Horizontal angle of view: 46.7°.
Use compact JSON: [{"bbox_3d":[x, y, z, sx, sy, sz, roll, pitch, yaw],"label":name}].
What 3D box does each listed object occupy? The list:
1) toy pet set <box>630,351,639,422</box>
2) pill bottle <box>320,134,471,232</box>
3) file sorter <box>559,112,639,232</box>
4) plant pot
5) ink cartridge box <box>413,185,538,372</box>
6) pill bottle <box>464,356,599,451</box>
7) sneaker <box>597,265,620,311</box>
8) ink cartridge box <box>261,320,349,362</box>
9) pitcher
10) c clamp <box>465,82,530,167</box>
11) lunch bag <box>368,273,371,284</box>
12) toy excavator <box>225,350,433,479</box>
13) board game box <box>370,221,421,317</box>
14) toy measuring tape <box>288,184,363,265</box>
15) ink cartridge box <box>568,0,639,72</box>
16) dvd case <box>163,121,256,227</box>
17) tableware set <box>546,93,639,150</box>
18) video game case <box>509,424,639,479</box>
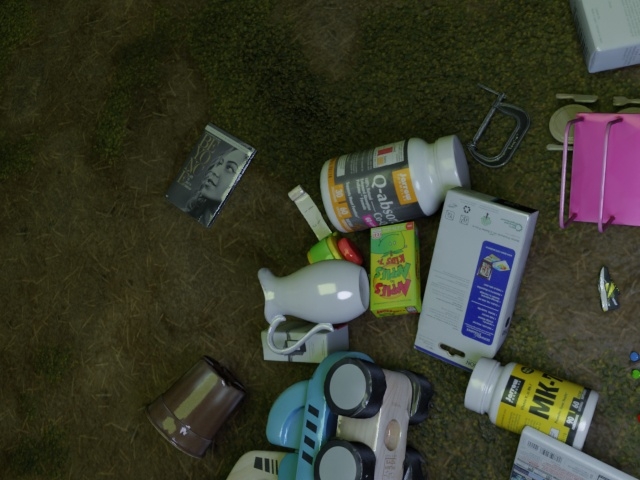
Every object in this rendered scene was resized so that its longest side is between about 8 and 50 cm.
[{"bbox_3d":[0.602,0.248,1.260,0.114,0.065,0.122,-26,58,56],"label":"toy pet set"},{"bbox_3d":[0.153,-0.118,1.504,0.278,0.162,0.162,-12,71,23],"label":"pill bottle"},{"bbox_3d":[0.565,-0.108,1.255,0.291,0.182,0.202,6,104,27],"label":"file sorter"},{"bbox_3d":[-0.258,0.346,1.587,0.167,0.167,0.165,39,87,29],"label":"plant pot"},{"bbox_3d":[0.288,0.078,1.397,0.165,0.065,0.332,21,112,28],"label":"ink cartridge box"},{"bbox_3d":[0.369,0.286,1.305,0.209,0.119,0.119,17,84,23],"label":"pill bottle"},{"bbox_3d":[0.525,0.088,1.347,0.035,0.031,0.083,-2,79,11],"label":"sneaker"},{"bbox_3d":[-0.031,0.208,1.529,0.151,0.109,0.063,-1,96,26],"label":"ink cartridge box"},{"bbox_3d":[-0.012,0.128,1.439,0.207,0.125,0.177,-7,78,17],"label":"pitcher"},{"bbox_3d":[0.353,-0.230,1.520,0.137,0.022,0.160,24,86,24],"label":"c clamp"},{"bbox_3d":[0.143,0.100,1.510,0.071,0.053,0.083,-18,72,14],"label":"lunch bag"},{"bbox_3d":[-0.037,0.426,1.450,0.445,0.222,0.432,-1,76,40],"label":"toy excavator"},{"bbox_3d":[0.149,0.057,1.470,0.092,0.043,0.181,-9,60,20],"label":"board game box"},{"bbox_3d":[0.000,0.000,1.573,0.121,0.121,0.330,-37,64,13],"label":"toy measuring tape"},{"bbox_3d":[0.676,-0.509,1.423,0.385,0.091,0.308,-9,71,6],"label":"ink cartridge box"},{"bbox_3d":[-0.271,-0.161,1.802,0.164,0.018,0.221,33,92,29],"label":"dvd case"},{"bbox_3d":[0.538,-0.211,1.415,0.194,0.039,0.128,8,70,22],"label":"tableware set"},{"bbox_3d":[0.420,0.424,1.246,0.201,0.023,0.183,23,127,28],"label":"video game case"}]
